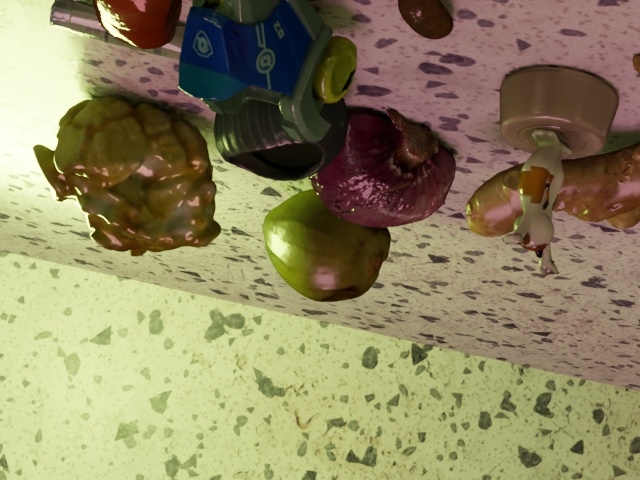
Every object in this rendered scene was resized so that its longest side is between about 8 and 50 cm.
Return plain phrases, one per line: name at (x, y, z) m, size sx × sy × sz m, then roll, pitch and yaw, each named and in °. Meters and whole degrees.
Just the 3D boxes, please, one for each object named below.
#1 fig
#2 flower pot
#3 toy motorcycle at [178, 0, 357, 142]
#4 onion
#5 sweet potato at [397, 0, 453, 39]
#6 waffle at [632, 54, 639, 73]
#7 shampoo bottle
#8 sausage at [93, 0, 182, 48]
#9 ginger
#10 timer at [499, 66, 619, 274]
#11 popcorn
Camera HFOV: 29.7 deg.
fig at (0.000, 0.000, 2.401) m, size 0.271 × 0.239 × 0.239 m, roll 19°, pitch 167°, yaw 25°
flower pot at (-0.064, -0.188, 1.939) m, size 0.243 × 0.157 × 0.189 m, roll -3°, pitch 156°, yaw 46°
toy motorcycle at (-0.100, -0.253, 1.621) m, size 0.191 × 0.200 × 0.326 m, roll 20°, pitch 170°, yaw 24°
onion at (0.065, -0.100, 2.135) m, size 0.267 × 0.159 × 0.348 m, roll 25°, pitch 159°, yaw -29°
sweet potato at (0.132, -0.317, 1.546) m, size 0.069 × 0.059 × 0.249 m, roll -10°, pitch 157°, yaw 6°
waffle at (0.495, -0.222, 1.649) m, size 0.092 × 0.021 × 0.135 m, roll 0°, pitch 160°, yaw 42°
shampoo bottle at (-0.307, -0.326, 1.850) m, size 0.212 × 0.049 × 0.072 m, roll 14°, pitch 167°, yaw -8°
sausage at (-0.248, -0.342, 1.626) m, size 0.133 × 0.133 × 0.258 m, roll 14°, pitch 167°, yaw -4°
ginger at (0.445, -0.093, 1.903) m, size 0.363 × 0.122 × 0.348 m, roll 7°, pitch 158°, yaw -23°
timer at (0.326, -0.097, 1.752) m, size 0.175 × 0.266 × 0.175 m, roll 12°, pitch 163°, yaw 4°
popcorn at (-0.354, -0.126, 2.265) m, size 0.292 × 0.293 × 0.334 m, roll 52°, pitch 170°, yaw 54°
